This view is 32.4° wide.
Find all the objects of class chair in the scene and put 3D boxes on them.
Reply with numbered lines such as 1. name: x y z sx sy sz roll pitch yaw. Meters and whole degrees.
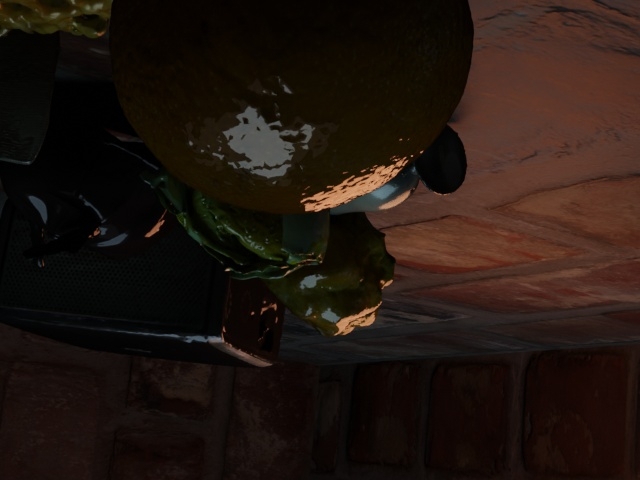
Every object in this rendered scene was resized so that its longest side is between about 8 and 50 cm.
1. chair: -0.433 -0.151 1.139 0.319 0.160 0.186 9 162 -9

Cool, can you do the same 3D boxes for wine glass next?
1. wine glass: 0.077 -0.082 1.346 0.093 0.093 0.202 15 165 -36

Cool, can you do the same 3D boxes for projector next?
1. projector: -0.293 0.067 1.855 0.405 0.242 0.395 5 170 13

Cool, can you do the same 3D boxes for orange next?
1. orange: -0.016 -0.144 0.798 0.264 0.264 0.264 5 167 1

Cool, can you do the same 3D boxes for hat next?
1. hat: -0.256 -0.035 1.363 0.336 0.209 0.238 18 -179 -36

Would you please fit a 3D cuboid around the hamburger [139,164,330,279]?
1. hamburger: -0.087 -0.065 1.251 0.235 0.214 0.125 23 148 -34

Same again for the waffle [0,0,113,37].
1. waffle: -0.264 -0.238 0.874 0.329 0.062 0.329 4 167 1

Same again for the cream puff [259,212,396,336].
1. cream puff: 0.000 0.000 1.522 0.282 0.185 0.282 40 -174 -5
